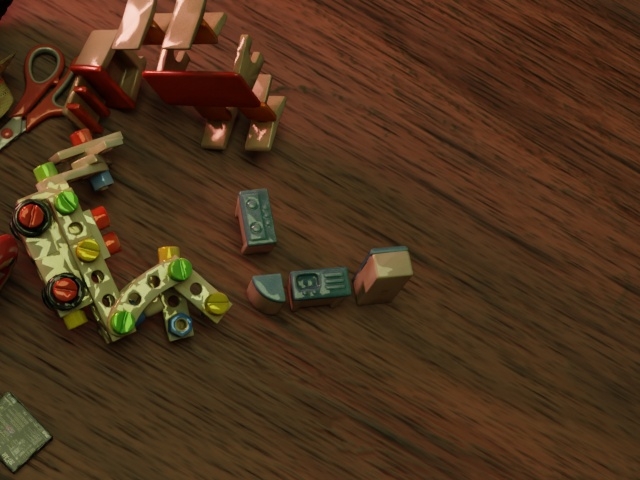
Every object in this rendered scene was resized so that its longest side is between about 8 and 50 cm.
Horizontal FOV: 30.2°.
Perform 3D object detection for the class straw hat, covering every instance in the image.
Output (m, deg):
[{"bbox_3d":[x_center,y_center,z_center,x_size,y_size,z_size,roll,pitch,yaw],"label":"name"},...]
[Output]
[{"bbox_3d":[-0.457,-0.193,1.618,0.144,0.144,0.061,-40,108,-23],"label":"straw hat"}]

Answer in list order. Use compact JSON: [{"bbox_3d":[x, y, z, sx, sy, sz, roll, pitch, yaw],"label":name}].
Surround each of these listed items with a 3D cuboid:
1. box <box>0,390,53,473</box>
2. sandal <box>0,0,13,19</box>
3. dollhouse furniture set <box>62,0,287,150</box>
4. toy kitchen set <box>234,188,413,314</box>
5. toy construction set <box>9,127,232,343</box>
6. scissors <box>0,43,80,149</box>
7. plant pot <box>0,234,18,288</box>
[{"bbox_3d":[-0.392,0.243,1.505,0.083,0.018,0.067,44,67,6],"label":"box"},{"bbox_3d":[-0.585,-0.254,1.572,0.107,0.167,0.446,43,67,5],"label":"sandal"},{"bbox_3d":[-0.207,-0.208,1.611,0.259,0.262,0.135,5,66,26],"label":"dollhouse furniture set"},{"bbox_3d":[0.000,0.000,1.631,0.207,0.122,0.166,-5,71,-15],"label":"toy kitchen set"},{"bbox_3d":[-0.278,-0.002,1.552,0.215,0.151,0.328,-25,76,-20],"label":"toy construction set"},{"bbox_3d":[-0.416,-0.155,1.652,0.109,0.021,0.297,28,65,-1],"label":"scissors"},{"bbox_3d":[-0.489,0.018,1.478,0.174,0.191,0.191,39,66,1],"label":"plant pot"}]
